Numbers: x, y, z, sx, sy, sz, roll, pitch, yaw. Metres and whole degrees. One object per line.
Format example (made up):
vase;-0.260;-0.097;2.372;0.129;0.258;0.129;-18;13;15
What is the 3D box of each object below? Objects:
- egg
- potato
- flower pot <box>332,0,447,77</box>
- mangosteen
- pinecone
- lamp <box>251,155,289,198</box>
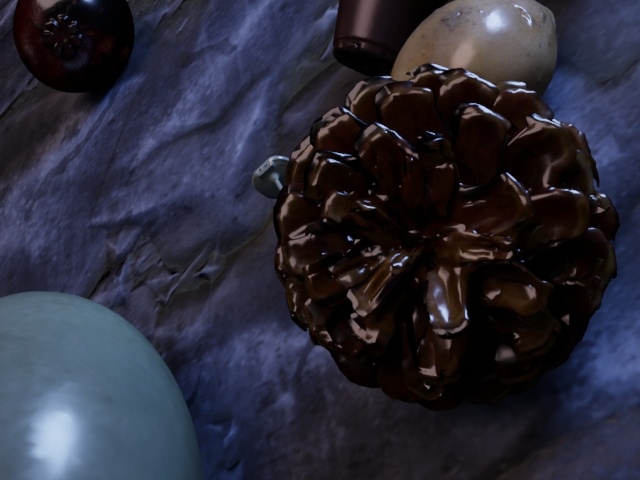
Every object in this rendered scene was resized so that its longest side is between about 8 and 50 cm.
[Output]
egg;-0.211;0.195;0.585;0.258;0.258;0.352;-37;45;20
potato;0.116;-0.123;0.608;0.147;0.112;0.112;-49;39;20
flower pot;0.054;-0.202;0.732;0.111;0.111;0.089;14;84;49
mangosteen;-0.354;-0.309;1.168;0.199;0.200;0.200;-25;48;31
pinecone;0.074;-0.007;0.483;0.221;0.221;0.222;-25;48;31
lamp;0.000;0.000;0.700;0.050;0.056;0.198;-42;52;14
